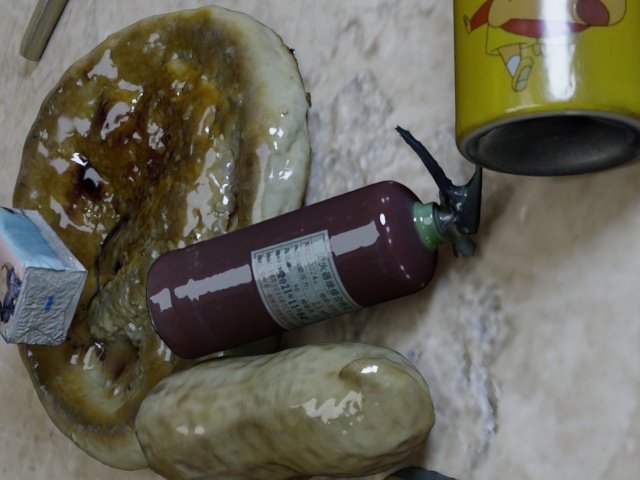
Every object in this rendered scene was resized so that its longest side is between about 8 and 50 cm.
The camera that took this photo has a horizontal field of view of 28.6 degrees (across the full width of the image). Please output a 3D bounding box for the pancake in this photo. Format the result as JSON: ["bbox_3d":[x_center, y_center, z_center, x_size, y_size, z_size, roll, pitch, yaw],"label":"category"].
[{"bbox_3d":[-0.134,-0.003,0.942,0.356,0.065,0.356,-11,75,44],"label":"pancake"}]

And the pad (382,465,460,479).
[{"bbox_3d":[0.116,0.226,0.596,0.375,0.063,0.315,6,84,48],"label":"pad"}]

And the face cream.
[{"bbox_3d":[0.122,-0.215,0.685,0.105,0.105,0.349,-15,67,45],"label":"face cream"}]

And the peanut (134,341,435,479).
[{"bbox_3d":[-0.023,0.105,0.760,0.214,0.099,0.100,-21,64,39],"label":"peanut"}]

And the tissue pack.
[{"bbox_3d":[-0.224,0.025,0.942,0.094,0.058,0.074,42,120,42],"label":"tissue pack"}]

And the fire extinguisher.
[{"bbox_3d":[0.000,0.000,0.748,0.231,0.099,0.071,-20,25,25],"label":"fire extinguisher"}]

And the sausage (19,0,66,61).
[{"bbox_3d":[-0.246,-0.227,1.162,0.024,0.024,0.132,48,115,44],"label":"sausage"}]
